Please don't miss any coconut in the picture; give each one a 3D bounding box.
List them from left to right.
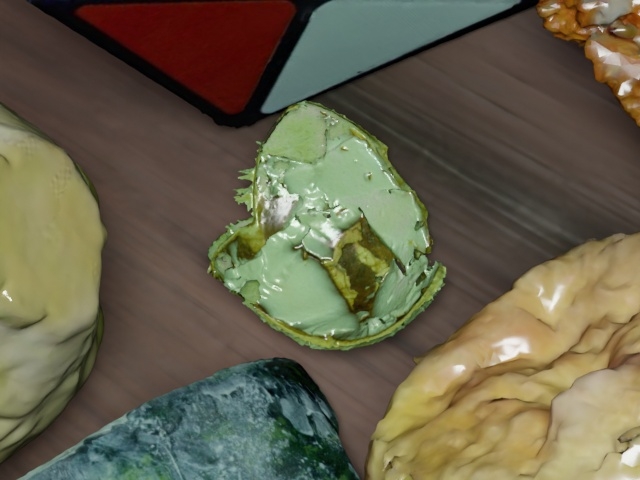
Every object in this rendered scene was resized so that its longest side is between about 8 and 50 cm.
[{"bbox_3d":[0.003,-0.001,1.021,0.133,0.055,0.158,-24,63,18],"label":"coconut"}]

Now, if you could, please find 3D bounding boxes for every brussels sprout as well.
[{"bbox_3d":[-0.247,0.009,1.019,0.316,0.274,0.243,13,57,24],"label":"brussels sprout"}]

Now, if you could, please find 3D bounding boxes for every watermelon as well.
[{"bbox_3d":[-0.076,0.232,0.962,0.320,0.213,0.289,-40,93,-33],"label":"watermelon"}]

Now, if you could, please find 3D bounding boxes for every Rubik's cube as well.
[{"bbox_3d":[-0.030,-0.245,1.007,0.248,0.250,0.246,-23,65,20],"label":"Rubik's cube"}]

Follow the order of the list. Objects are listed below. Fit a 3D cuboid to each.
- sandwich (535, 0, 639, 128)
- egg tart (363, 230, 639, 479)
[{"bbox_3d":[0.189,-0.113,0.914,0.109,0.160,0.185,-27,58,34],"label":"sandwich"},{"bbox_3d":[0.138,0.100,0.789,0.352,0.150,0.352,-24,20,9],"label":"egg tart"}]
